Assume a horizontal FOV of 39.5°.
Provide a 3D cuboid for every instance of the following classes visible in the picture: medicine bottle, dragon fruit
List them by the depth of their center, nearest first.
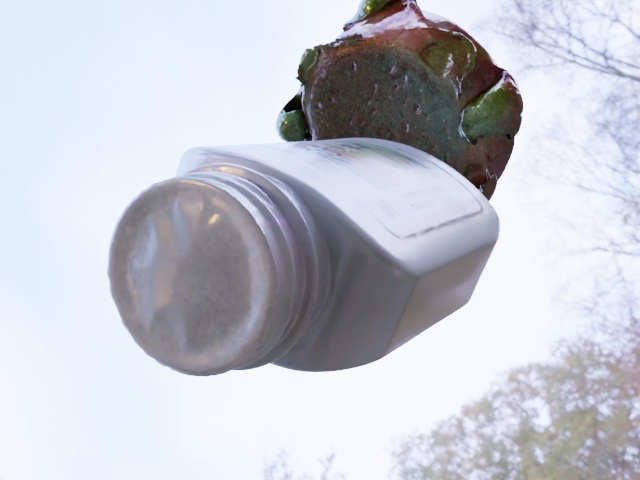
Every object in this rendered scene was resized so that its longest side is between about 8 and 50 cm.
[{"bbox_3d":[0.000,0.000,0.612,0.324,0.179,0.124,-17,-46,-61],"label":"medicine bottle"},{"bbox_3d":[0.092,-0.142,1.013,0.130,0.295,0.269,-43,-44,-45],"label":"dragon fruit"}]
